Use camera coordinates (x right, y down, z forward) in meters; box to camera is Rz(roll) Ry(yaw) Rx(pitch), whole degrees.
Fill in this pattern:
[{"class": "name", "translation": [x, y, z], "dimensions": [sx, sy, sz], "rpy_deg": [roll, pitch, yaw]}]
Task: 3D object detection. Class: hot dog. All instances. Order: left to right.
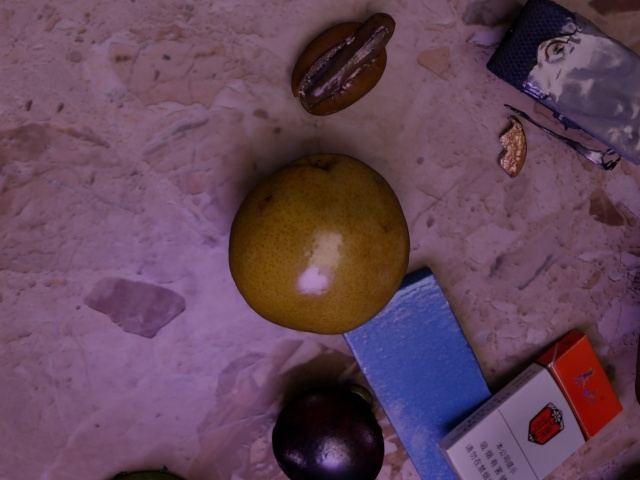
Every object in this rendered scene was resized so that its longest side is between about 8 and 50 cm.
[{"class": "hot dog", "translation": [0.030, -0.202, 1.113], "dimensions": [0.140, 0.060, 0.090], "rpy_deg": [-35, 114, 1]}]

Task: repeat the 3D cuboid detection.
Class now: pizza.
[{"class": "pizza", "translation": [0.236, -0.115, 1.194], "dimensions": [0.037, 0.016, 0.083], "rpy_deg": [-8, 113, -7]}]

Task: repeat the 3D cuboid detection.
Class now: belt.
[{"class": "belt", "translation": [0.303, -0.173, 1.118], "dimensions": [0.230, 0.139, 0.126], "rpy_deg": [29, 101, -18]}]

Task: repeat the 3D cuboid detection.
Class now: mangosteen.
[{"class": "mangosteen", "translation": [0.016, 0.247, 1.223], "dimensions": [0.153, 0.152, 0.152], "rpy_deg": [-2, 108, -7]}]

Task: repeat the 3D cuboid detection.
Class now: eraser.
[{"class": "eraser", "translation": [0.145, 0.193, 1.267], "dimensions": [0.144, 0.042, 0.311], "rpy_deg": [-28, 110, 2]}]

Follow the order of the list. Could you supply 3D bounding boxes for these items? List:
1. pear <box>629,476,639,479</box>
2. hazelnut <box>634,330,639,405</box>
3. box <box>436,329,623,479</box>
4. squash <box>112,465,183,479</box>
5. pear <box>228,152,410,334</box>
[{"class": "pear", "translation": [0.461, 0.407, 1.314], "dimensions": [0.198, 0.198, 0.198], "rpy_deg": [-2, 108, -7]}, {"class": "hazelnut", "translation": [0.559, 0.129, 1.147], "dimensions": [0.366, 0.366, 0.365], "rpy_deg": [-2, 108, -7]}, {"class": "box", "translation": [0.278, 0.243, 1.271], "dimensions": [0.245, 0.035, 0.139], "rpy_deg": [-35, 111, -13]}, {"class": "squash", "translation": [-0.173, 0.412, 1.165], "dimensions": [0.111, 0.288, 0.203], "rpy_deg": [-37, 110, 6]}, {"class": "pear", "translation": [0.000, 0.000, 1.094], "dimensions": [0.209, 0.209, 0.208], "rpy_deg": [-2, 108, -7]}]
